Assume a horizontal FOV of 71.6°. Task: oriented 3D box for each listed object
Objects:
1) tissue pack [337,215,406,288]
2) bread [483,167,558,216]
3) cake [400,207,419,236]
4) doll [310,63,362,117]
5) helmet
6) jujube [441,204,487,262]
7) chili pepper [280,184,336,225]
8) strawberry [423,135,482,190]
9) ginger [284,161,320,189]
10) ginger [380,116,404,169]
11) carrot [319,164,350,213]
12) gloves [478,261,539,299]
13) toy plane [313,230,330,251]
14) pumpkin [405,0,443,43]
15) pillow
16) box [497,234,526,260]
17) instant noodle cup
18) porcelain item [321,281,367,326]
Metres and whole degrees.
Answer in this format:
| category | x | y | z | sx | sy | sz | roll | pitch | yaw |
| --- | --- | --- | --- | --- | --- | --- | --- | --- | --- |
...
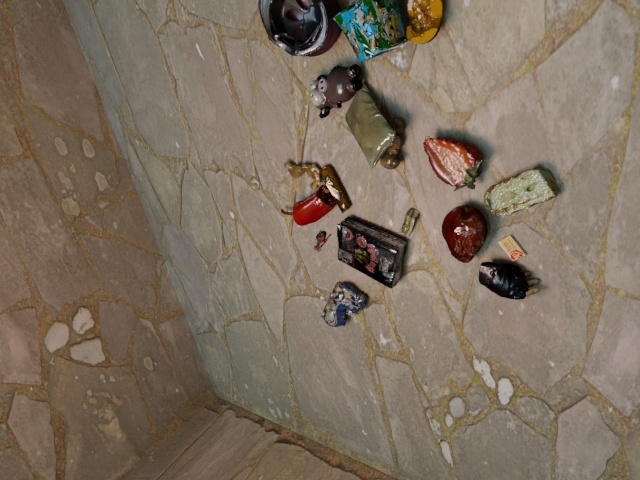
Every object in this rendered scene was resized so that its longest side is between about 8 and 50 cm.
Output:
| category | x | y | z | sx | sy | sz | roll | pitch | yaw |
| --- | --- | --- | --- | --- | --- | --- | --- | --- | --- |
| tissue pack | 0.228 | 0.053 | 2.029 | 0.332 | 0.123 | 0.245 | 27 | 136 | 30 |
| bread | 0.682 | -0.168 | 1.531 | 0.232 | 0.088 | 0.128 | -27 | 106 | 40 |
| cake | 0.372 | -0.067 | 1.877 | 0.051 | 0.055 | 0.140 | 28 | 132 | 17 |
| doll | 0.055 | -0.601 | 1.765 | 0.257 | 0.117 | 0.182 | -7 | 81 | 42 |
| helmet | -0.055 | -0.841 | 1.661 | 0.338 | 0.197 | 0.271 | 46 | 128 | 19 |
| jujube | 0.548 | -0.020 | 1.695 | 0.168 | 0.168 | 0.236 | 19 | 141 | 31 |
| chili pepper | -0.068 | -0.136 | 2.146 | 0.131 | 0.134 | 0.338 | 42 | 136 | -20 |
| strawberry | 0.478 | -0.289 | 1.619 | 0.228 | 0.098 | 0.174 | 32 | 131 | 26 |
| ginger | -0.074 | -0.325 | 2.101 | 0.193 | 0.052 | 0.176 | 50 | 137 | -7 |
| ginger | 0.282 | -0.379 | 1.736 | 0.104 | 0.080 | 0.204 | -133 | 41 | -56 |
| carrot | 0.070 | -0.234 | 2.026 | 0.069 | 0.069 | 0.228 | -21 | 101 | 45 |
| gloves | 0.720 | 0.157 | 1.683 | 0.203 | 0.124 | 0.164 | 19 | 145 | 40 |
| toy plane | 0.000 | 0.000 | 2.246 | 0.060 | 0.037 | 0.145 | 35 | 130 | 5 |
| pumpkin | 0.341 | -0.735 | 1.452 | 0.119 | 0.108 | 0.183 | 11 | 107 | 26 |
| pillow | 0.189 | -0.445 | 1.724 | 0.185 | 0.075 | 0.302 | -55 | 49 | 46 |
| box | 0.719 | 0.028 | 1.665 | 0.093 | 0.015 | 0.058 | 52 | 138 | 2 |
| instant noodle cup | 0.185 | -0.727 | 1.512 | 0.240 | 0.240 | 0.178 | -11 | 111 | 44 |
| porcelain item | 0.121 | 0.340 | 2.299 | 0.186 | 0.138 | 0.288 | 25 | 127 | 5 |
